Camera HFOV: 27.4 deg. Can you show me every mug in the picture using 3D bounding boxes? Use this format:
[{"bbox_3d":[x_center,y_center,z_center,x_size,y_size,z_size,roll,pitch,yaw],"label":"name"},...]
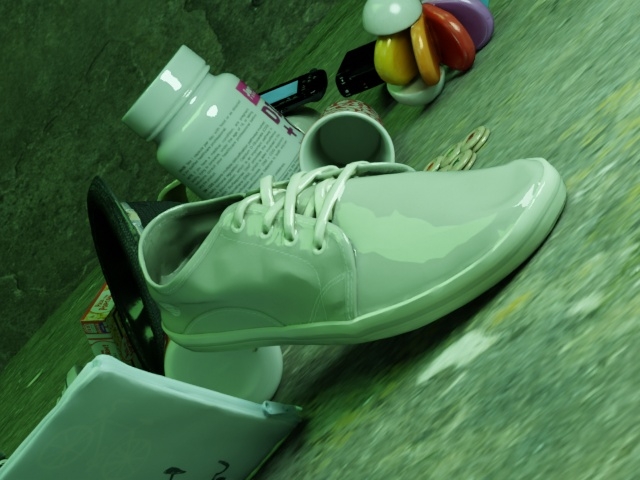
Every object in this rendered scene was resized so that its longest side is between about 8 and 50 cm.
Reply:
[{"bbox_3d":[0.022,-0.106,1.633,0.150,0.113,0.169,-46,9,13],"label":"mug"}]

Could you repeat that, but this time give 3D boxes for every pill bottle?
[{"bbox_3d":[-0.109,0.110,1.414,0.121,0.121,0.221,-50,12,2],"label":"pill bottle"},{"bbox_3d":[-0.120,-0.125,1.786,0.160,0.283,0.160,-48,12,14],"label":"pill bottle"}]

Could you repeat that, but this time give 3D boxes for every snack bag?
[{"bbox_3d":[-0.201,0.235,1.087,0.342,0.037,0.323,-49,-31,8],"label":"snack bag"}]

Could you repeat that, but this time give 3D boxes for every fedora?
[{"bbox_3d":[-0.192,0.043,1.742,0.152,0.334,0.334,-19,3,-16],"label":"fedora"}]

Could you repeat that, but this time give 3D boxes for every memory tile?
[{"bbox_3d":[0.115,-0.050,1.338,0.113,0.012,0.148,-36,19,52],"label":"memory tile"}]

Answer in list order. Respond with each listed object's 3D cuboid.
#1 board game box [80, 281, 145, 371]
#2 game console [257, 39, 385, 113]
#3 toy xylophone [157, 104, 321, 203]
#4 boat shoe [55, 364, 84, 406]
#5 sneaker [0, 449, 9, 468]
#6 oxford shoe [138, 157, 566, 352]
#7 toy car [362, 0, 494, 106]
[{"bbox_3d":[-0.292,0.122,2.028,0.045,0.147,0.193,-4,32,20],"label":"board game box"},{"bbox_3d":[-0.009,-0.228,1.941,0.361,0.044,0.213,-22,13,11],"label":"game console"},{"bbox_3d":[-0.110,-0.119,2.039,0.322,0.081,0.236,-27,9,29],"label":"toy xylophone"},{"bbox_3d":[-0.361,0.267,1.975,0.088,0.096,0.267,-46,20,1],"label":"boat shoe"},{"bbox_3d":[-0.524,0.394,2.059,0.330,0.146,0.122,-37,16,44],"label":"sneaker"},{"bbox_3d":[0.000,0.000,1.129,0.449,0.130,0.169,-13,32,40],"label":"oxford shoe"},{"bbox_3d":[0.146,-0.264,1.627,0.136,0.159,0.182,7,49,34],"label":"toy car"}]
